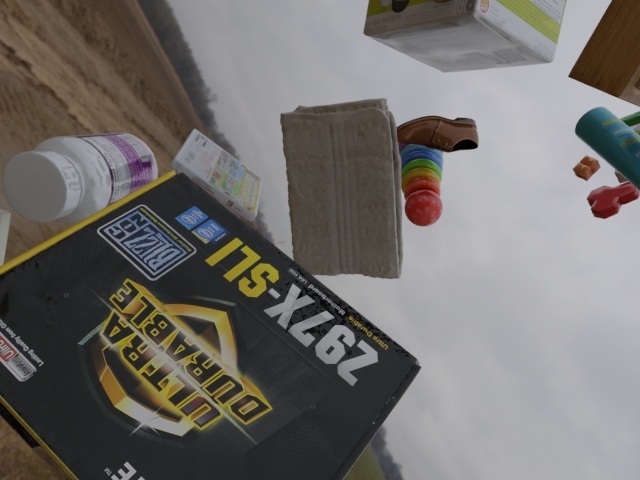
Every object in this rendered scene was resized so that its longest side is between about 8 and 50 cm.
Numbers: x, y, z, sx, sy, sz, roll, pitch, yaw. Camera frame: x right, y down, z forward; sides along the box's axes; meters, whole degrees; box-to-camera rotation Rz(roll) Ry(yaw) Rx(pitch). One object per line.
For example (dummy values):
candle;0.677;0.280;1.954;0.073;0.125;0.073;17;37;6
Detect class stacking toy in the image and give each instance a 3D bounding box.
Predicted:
stacking toy;0.253;-0.152;1.302;0.330;0.141;0.141;-81;155;-47

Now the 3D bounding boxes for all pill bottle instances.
pill bottle;-0.466;-0.126;1.019;0.169;0.170;0.301;64;15;-9

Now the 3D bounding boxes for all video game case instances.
video game case;-0.227;-0.154;1.168;0.206;0.026;0.227;36;20;-19

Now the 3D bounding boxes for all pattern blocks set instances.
pattern blocks set;0.580;-0.168;0.873;0.026;0.286;0.324;54;34;-17

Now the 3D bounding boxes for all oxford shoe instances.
oxford shoe;0.269;-0.238;1.181;0.076;0.213;0.075;106;-21;-64

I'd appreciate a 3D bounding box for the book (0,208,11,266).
book;-0.633;0.002;0.951;0.035;0.097;0.144;-37;145;-70

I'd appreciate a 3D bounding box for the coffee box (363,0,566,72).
coffee box;0.356;-0.623;1.222;0.338;0.339;0.333;16;-82;50

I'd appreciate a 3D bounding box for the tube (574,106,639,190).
tube;0.420;-0.100;0.672;0.052;0.080;0.207;86;-14;-47

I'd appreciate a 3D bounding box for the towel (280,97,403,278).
towel;0.034;-0.078;0.818;0.049;0.187;0.281;-28;116;-65

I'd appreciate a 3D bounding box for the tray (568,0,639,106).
tray;0.444;-0.329;0.514;0.076;0.203;0.410;51;-52;43

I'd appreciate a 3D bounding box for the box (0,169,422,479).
box;-0.111;0.104;0.446;0.322;0.257;0.079;38;-41;14
